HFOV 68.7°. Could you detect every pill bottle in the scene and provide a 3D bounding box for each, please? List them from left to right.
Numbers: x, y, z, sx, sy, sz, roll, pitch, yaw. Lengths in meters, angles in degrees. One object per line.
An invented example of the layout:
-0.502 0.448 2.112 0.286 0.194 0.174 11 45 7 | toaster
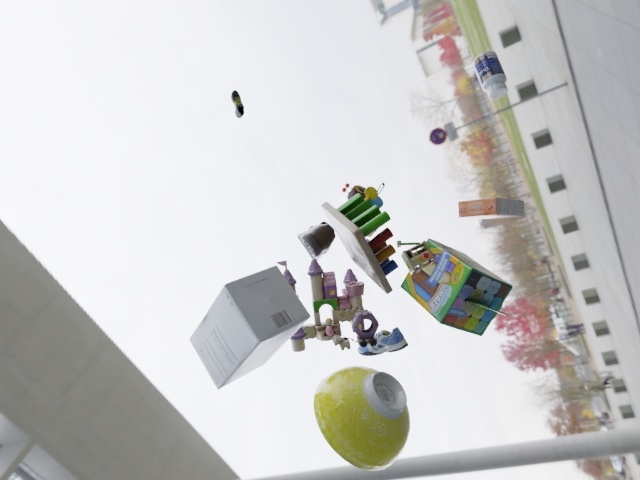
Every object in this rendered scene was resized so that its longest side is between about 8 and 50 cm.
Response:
0.465 -0.448 1.274 0.067 0.067 0.120 23 -131 -60 | pill bottle

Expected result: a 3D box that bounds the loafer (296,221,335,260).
0.000 0.000 1.834 0.134 0.130 0.366 56 175 -5 | loafer

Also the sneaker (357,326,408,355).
0.225 0.377 1.743 0.080 0.211 0.081 -13 -99 -56 | sneaker

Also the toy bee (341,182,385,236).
0.151 -0.144 1.828 0.162 0.195 0.298 25 -159 -11 | toy bee

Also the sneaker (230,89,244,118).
-0.244 -0.411 1.406 0.031 0.035 0.083 -21 -75 -30 | sneaker

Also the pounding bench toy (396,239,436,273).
0.224 0.025 1.097 0.083 0.065 0.052 63 177 15 | pounding bench toy

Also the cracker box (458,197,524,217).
0.656 -0.120 1.794 0.232 0.155 0.067 0 -92 -43 | cracker box

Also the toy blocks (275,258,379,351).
0.013 0.181 1.501 0.309 0.288 0.260 -132 36 -82 | toy blocks

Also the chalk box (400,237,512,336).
0.402 0.147 1.342 0.180 0.179 0.289 21 -166 -27 | chalk box

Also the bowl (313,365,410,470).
0.142 0.447 1.270 0.289 0.156 0.289 25 -147 -18 | bowl

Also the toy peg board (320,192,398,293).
0.095 -0.006 0.919 0.161 0.079 0.161 58 174 -31 | toy peg board

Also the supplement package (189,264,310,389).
-0.155 0.186 0.987 0.139 0.244 0.134 -20 -113 -43 | supplement package
